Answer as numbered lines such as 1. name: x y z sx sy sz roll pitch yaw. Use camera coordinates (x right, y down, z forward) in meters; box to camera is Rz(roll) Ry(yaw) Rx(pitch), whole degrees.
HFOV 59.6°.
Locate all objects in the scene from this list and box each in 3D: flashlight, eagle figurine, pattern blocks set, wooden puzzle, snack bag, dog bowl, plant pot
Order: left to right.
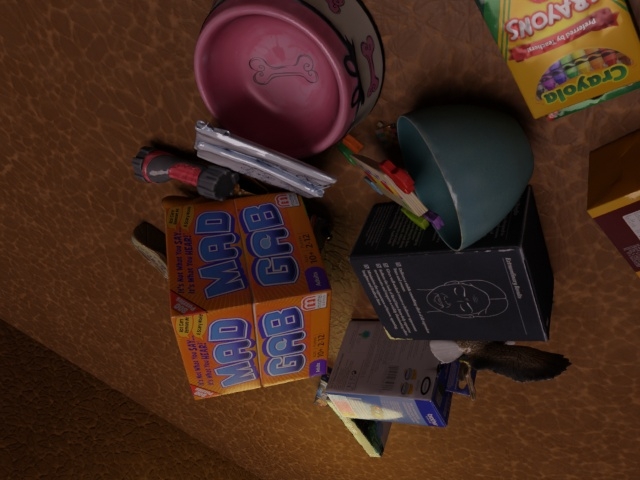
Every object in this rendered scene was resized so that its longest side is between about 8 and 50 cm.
1. flashlight: -0.363 -0.172 1.469 0.303 0.103 0.103 20 96 32
2. snack bag: -0.133 -0.169 1.270 0.322 0.037 0.342 21 176 -13
3. dog bowl: -0.081 -0.347 1.164 0.407 0.150 0.408 14 137 14
4. pattern blocks set: 0.146 -0.122 1.184 0.285 0.026 0.325 44 180 -40
5. wooden puzzle: 0.156 -0.235 1.261 0.049 0.006 0.083 -13 125 36
6. plant pot: 0.300 -0.149 1.110 0.195 0.290 0.290 -23 126 -1
7. eagle figurine: 0.462 0.259 1.452 0.226 0.225 0.298 50 141 -1

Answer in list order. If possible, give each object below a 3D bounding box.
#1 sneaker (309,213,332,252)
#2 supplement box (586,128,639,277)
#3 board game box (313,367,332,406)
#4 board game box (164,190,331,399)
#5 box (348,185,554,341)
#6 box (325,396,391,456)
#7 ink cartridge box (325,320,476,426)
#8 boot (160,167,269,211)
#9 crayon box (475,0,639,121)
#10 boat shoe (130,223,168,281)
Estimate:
1. sneaker: 0.000 0.000 1.540 0.064 0.061 0.158 9 136 10
2. supplement box: 0.614 -0.073 1.049 0.194 0.191 0.129 44 136 -18
3. board game box: 0.059 0.574 2.082 0.194 0.060 0.194 30 139 -3
4. board game box: -0.188 0.137 1.452 0.355 0.357 0.356 -9 136 -10
5. box: 0.317 0.067 1.328 0.395 0.212 0.294 -4 129 31
6. box: 0.147 0.530 1.863 0.058 0.232 0.322 -12 126 35
7. ink cartridge box: 0.244 0.383 1.636 0.395 0.270 0.151 -6 133 32
8. boot: -0.291 -0.124 1.545 0.294 0.104 0.211 21 133 -1
9. crayon box: 0.424 -0.347 0.957 0.202 0.081 0.319 -18 122 38
10. boat shoe: -0.497 0.061 1.832 0.285 0.105 0.089 44 141 -3
